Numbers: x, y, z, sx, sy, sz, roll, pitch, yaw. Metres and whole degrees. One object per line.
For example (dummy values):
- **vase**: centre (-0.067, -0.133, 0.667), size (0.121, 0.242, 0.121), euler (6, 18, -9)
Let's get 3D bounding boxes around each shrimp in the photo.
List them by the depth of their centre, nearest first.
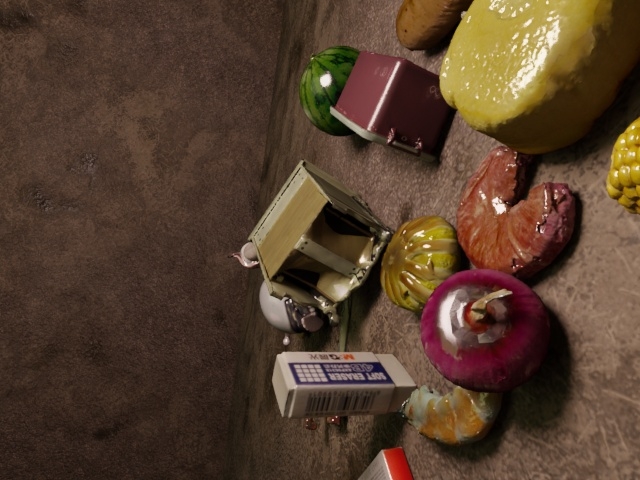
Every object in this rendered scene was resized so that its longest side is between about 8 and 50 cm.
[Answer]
- **shrimp**: centre (0.231, 0.234, 0.711), size (0.185, 0.069, 0.286), euler (-145, 65, -66)

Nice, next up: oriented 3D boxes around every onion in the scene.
- **onion**: centre (0.230, 0.126, 0.601), size (0.177, 0.154, 0.177), euler (-17, 67, 47)

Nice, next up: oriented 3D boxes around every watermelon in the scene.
- **watermelon**: centre (0.055, -0.417, 1.179), size (0.242, 0.243, 0.241), euler (-173, 90, -71)

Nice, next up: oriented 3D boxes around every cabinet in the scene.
- **cabinet**: centre (0.000, 0.000, 1.099), size (0.289, 0.228, 0.318), euler (-54, 29, 13)

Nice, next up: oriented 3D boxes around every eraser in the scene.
- **eraser**: centre (0.048, 0.301, 0.883), size (0.124, 0.279, 0.081), euler (-133, 52, -65)

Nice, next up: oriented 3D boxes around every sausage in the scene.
- **sausage**: centre (0.288, -0.530, 0.750), size (0.136, 0.123, 0.501), euler (-59, 8, -27)

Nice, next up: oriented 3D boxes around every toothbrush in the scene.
- **toothbrush**: centre (0.070, 0.246, 1.221), size (0.028, 0.026, 0.293), euler (106, 169, -84)

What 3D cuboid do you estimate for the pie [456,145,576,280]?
- **pie**: centre (0.293, -0.042, 0.657), size (0.218, 0.054, 0.204), euler (-113, 36, -56)

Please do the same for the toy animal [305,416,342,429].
- **toy animal**: centre (0.005, 0.442, 1.262), size (0.157, 0.097, 0.312), euler (-61, 24, 21)

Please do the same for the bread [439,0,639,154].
- **bread**: centre (0.299, -0.260, 0.578), size (0.270, 0.148, 0.269), euler (-30, 55, 56)

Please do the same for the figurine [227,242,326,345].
- **figurine**: centre (-0.119, 0.141, 1.382), size (0.211, 0.253, 0.361), euler (-36, 85, 23)

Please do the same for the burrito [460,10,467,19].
- **burrito**: centre (0.290, -0.319, 0.766), size (0.063, 0.058, 0.229), euler (139, 132, -56)

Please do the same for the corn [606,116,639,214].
- **corn**: centre (0.391, -0.087, 0.271), size (0.387, 0.144, 0.143), euler (179, 98, -69)

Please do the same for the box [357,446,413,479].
- **box**: centre (0.131, 0.556, 0.904), size (0.122, 0.050, 0.229), euler (-109, 33, -48)

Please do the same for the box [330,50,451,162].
- **box**: centre (0.158, -0.310, 0.938), size (0.294, 0.194, 0.167), euler (-118, 45, -59)

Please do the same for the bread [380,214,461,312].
- **bread**: centre (0.188, 0.042, 0.830), size (0.213, 0.105, 0.213), euler (-165, 90, -78)

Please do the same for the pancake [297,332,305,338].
- **pancake**: centre (-0.075, 0.208, 1.586), size (0.244, 0.057, 0.265), euler (-135, 57, -64)
